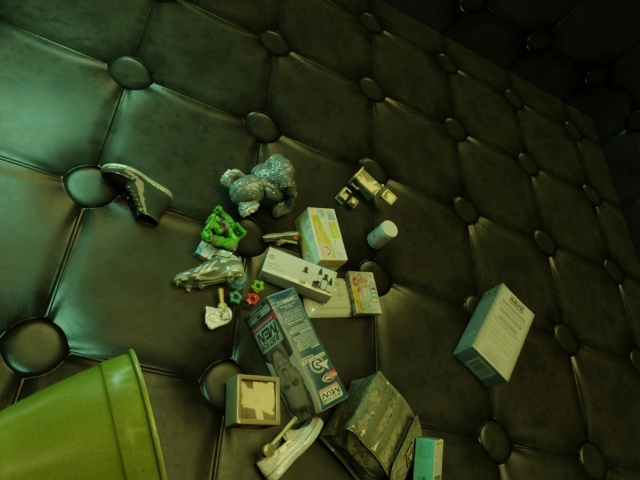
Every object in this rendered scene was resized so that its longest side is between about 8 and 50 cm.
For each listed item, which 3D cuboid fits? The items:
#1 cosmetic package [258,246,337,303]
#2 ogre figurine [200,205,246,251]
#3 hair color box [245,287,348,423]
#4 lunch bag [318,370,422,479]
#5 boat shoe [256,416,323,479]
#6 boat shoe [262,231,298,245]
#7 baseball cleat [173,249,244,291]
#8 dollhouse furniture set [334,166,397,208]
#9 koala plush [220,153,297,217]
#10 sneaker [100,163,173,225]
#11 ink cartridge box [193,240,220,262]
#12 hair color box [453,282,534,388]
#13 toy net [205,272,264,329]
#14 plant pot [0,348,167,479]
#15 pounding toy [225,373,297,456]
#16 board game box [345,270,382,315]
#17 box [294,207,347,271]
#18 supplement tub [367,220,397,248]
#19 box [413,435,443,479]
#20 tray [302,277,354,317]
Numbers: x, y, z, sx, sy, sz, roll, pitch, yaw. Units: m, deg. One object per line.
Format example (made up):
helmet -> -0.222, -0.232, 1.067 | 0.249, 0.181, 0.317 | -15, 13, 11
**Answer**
cosmetic package -> -0.072, 0.113, 1.754 | 0.238, 0.060, 0.099 | 21, 50, -8
ogre figurine -> -0.301, -0.029, 1.691 | 0.118, 0.097, 0.197 | 36, 5, -15
hair color box -> -0.077, 0.332, 1.565 | 0.105, 0.174, 0.348 | -17, 72, -38
lunch bag -> 0.175, 0.577, 1.585 | 0.287, 0.169, 0.235 | 50, 44, -7
boat shoe -> -0.081, 0.553, 1.485 | 0.076, 0.083, 0.226 | 49, 49, 1
boat shoe -> -0.133, -0.004, 1.825 | 0.136, 0.049, 0.043 | -6, 105, -36
baseball cleat -> -0.334, 0.086, 1.612 | 0.205, 0.072, 0.110 | -4, 53, -17
dollhouse furniture set -> 0.168, -0.158, 2.106 | 0.182, 0.101, 0.161 | 42, 73, -4
koala plush -> -0.207, -0.179, 1.804 | 0.221, 0.203, 0.196 | -20, 74, -27
sneaker -> -0.557, -0.137, 1.607 | 0.221, 0.083, 0.118 | 26, 52, -18
ink cartridge box -> -0.341, 0.044, 1.670 | 0.083, 0.028, 0.048 | 30, 52, -13
hair color box -> 0.668, 0.357, 2.071 | 0.185, 0.113, 0.374 | 45, 49, -2
toy net -> -0.266, 0.187, 1.623 | 0.122, 0.045, 0.232 | 38, 50, -9
plant pot -> -0.529, 0.451, 1.119 | 0.352, 0.366, 0.367 | -12, 69, -24
pounding toy -> -0.162, 0.482, 1.474 | 0.180, 0.094, 0.206 | 12, 60, -29
board game box -> 0.147, 0.182, 1.860 | 0.103, 0.026, 0.154 | 5, 59, -31
box -> 0.000, 0.000, 1.867 | 0.114, 0.103, 0.203 | 1, 62, -32
supplement tub -> 0.230, -0.020, 2.025 | 0.070, 0.107, 0.071 | 16, 54, -24
box -> 0.311, 0.706, 1.584 | 0.100, 0.060, 0.245 | 32, 61, -59
tray -> 0.062, 0.188, 1.841 | 0.270, 0.030, 0.145 | 3, 60, -31
